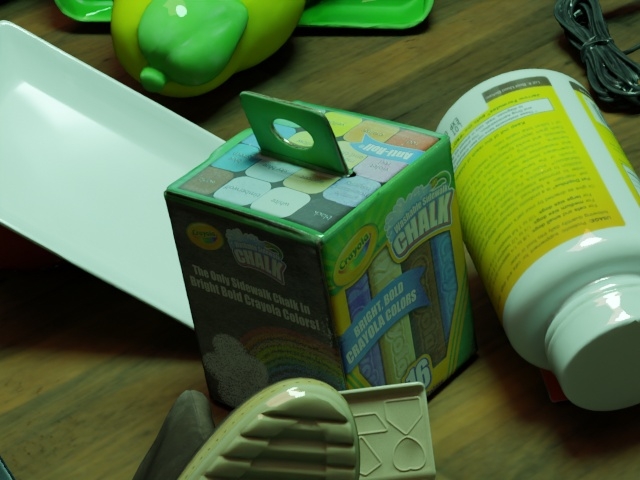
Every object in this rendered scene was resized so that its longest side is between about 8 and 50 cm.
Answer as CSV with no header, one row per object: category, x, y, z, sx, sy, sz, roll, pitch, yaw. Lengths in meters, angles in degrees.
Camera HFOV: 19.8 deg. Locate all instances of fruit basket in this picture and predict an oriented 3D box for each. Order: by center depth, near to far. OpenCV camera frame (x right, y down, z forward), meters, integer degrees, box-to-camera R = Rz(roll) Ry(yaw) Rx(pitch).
fruit basket,-0.084,-0.287,1.604,0.392,0.283,0.392,-2,16,0

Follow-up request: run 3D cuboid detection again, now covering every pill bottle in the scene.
pill bottle,0.153,0.000,1.146,0.117,0.117,0.215,-14,47,-7

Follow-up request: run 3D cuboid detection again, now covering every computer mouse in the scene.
computer mouse,0.326,-0.188,1.512,0.262,0.060,0.184,-24,37,-2

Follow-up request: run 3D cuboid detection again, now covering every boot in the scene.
boot,-0.063,0.129,0.936,0.090,0.248,0.207,17,24,-17

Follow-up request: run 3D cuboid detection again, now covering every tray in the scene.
tray,-0.138,-0.032,1.262,0.270,0.030,0.145,29,56,-3

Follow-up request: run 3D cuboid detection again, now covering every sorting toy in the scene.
sorting toy,0.024,0.118,1.092,0.083,0.062,0.012,-7,7,3

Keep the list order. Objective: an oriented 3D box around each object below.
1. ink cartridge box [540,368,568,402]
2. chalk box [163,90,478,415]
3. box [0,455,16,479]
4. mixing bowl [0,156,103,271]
ink cartridge box,0.200,0.029,1.206,0.145,0.045,0.179,-10,29,0
chalk box,0.000,0.000,1.138,0.132,0.213,0.132,18,41,36
box,-0.248,0.192,0.961,0.207,0.108,0.153,-18,16,-15
mixing bowl,-0.216,-0.040,1.367,0.181,0.098,0.181,-7,32,4
